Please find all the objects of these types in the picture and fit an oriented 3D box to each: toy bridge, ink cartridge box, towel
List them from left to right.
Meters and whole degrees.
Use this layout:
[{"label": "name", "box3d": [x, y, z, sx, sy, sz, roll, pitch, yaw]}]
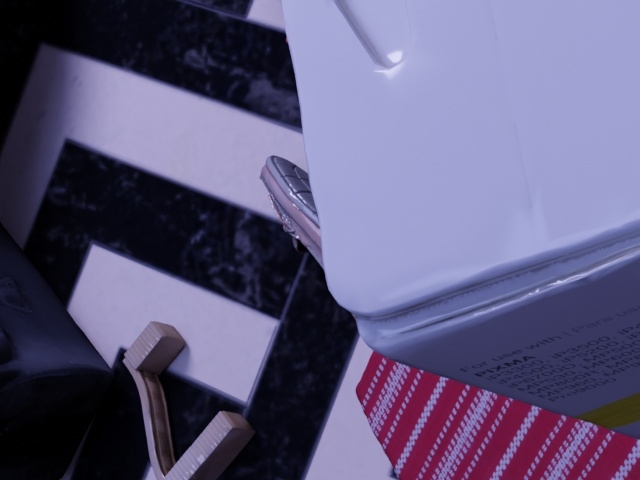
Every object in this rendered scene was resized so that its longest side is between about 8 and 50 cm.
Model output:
[{"label": "toy bridge", "box3d": [-0.068, 0.129, 1.168, 0.063, 0.026, 0.188, -51, 55, 15]}, {"label": "towel", "box3d": [0.114, 0.123, 0.988, 0.275, 0.031, 0.199, 58, 144, 32]}, {"label": "ink cartridge box", "box3d": [0.157, -0.069, 0.835, 0.160, 0.385, 0.279, -23, 66, 29]}]

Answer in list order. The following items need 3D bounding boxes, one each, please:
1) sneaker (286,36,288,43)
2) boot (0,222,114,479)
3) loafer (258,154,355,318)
[{"label": "sneaker", "box3d": [0.048, -0.132, 1.021, 0.104, 0.262, 0.125, 15, 82, 3]}, {"label": "boot", "box3d": [-0.385, -0.008, 1.234, 0.445, 0.367, 0.146, 56, 142, 30]}, {"label": "loafer", "box3d": [0.000, 0.000, 1.145, 0.125, 0.045, 0.039, 46, 112, 32]}]
